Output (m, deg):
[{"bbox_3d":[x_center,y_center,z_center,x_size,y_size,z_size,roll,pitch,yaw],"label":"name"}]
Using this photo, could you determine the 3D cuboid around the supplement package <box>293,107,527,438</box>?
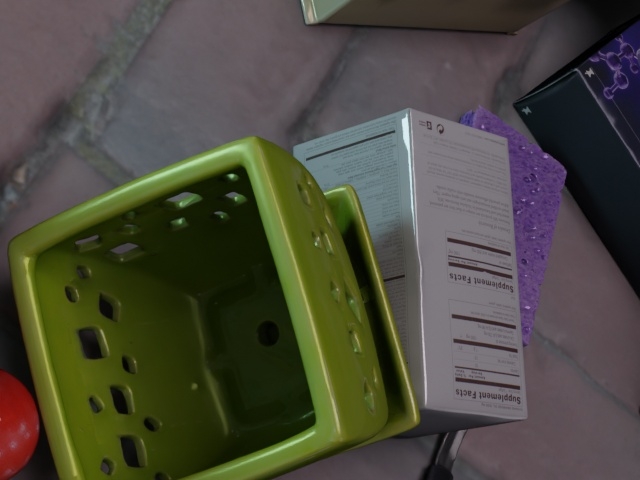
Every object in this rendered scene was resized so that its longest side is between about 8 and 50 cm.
[{"bbox_3d":[0.073,0.034,1.384,0.134,0.139,0.244,12,71,-45],"label":"supplement package"}]

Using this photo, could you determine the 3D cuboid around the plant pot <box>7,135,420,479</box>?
[{"bbox_3d":[-0.064,0.073,1.232,0.207,0.227,0.228,8,63,-64],"label":"plant pot"}]

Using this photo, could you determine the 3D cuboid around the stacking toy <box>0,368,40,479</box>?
[{"bbox_3d":[-0.295,0.023,1.172,0.141,0.141,0.330,-32,96,-38],"label":"stacking toy"}]

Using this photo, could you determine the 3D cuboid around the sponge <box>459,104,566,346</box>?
[{"bbox_3d":[0.161,-0.013,1.542,0.117,0.031,0.210,33,52,-21],"label":"sponge"}]

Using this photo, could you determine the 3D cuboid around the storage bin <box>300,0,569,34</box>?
[{"bbox_3d":[0.100,-0.334,1.571,0.262,0.123,0.260,-3,75,-34],"label":"storage bin"}]

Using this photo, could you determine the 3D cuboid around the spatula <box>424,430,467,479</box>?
[{"bbox_3d":[0.117,0.178,1.449,0.084,0.030,0.296,34,57,-20],"label":"spatula"}]

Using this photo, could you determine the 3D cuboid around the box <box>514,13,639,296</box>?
[{"bbox_3d":[0.341,-0.082,1.657,0.184,0.103,0.261,-37,95,-35],"label":"box"}]
